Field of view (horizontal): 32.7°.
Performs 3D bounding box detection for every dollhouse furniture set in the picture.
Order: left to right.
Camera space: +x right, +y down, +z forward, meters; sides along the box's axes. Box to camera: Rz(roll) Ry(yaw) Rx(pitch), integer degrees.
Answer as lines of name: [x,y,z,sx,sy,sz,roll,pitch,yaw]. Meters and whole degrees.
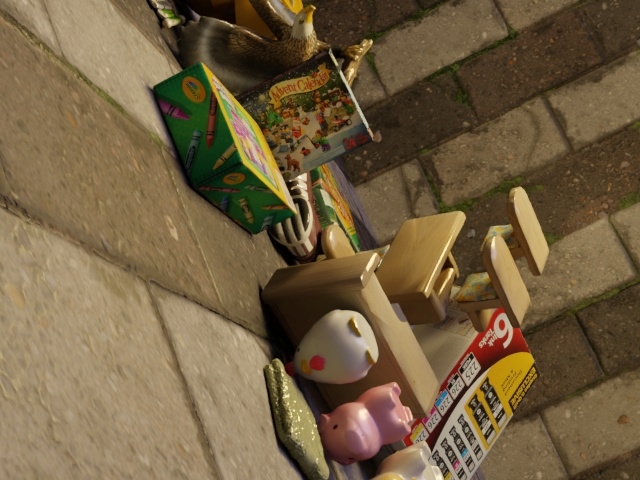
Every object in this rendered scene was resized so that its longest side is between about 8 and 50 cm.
dollhouse furniture set: [0.106,0.052,1.694,0.256,0.362,0.394,62,37,-26]

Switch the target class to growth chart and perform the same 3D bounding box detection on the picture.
growth chart: [-0.296,-0.452,1.797,0.237,0.021,0.172,61,9,-17]

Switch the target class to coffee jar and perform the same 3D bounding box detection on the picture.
coffee jar: [0.000,0.000,2.050,0.079,0.096,0.184,45,21,-61]

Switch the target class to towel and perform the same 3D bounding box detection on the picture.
towel: [-0.029,0.222,1.348,0.110,0.027,0.148,58,9,-33]

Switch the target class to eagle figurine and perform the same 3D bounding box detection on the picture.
eagle figurine: [-0.071,-0.341,1.843,0.298,0.225,0.226,24,27,-4]

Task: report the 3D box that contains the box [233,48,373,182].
box: [-0.052,-0.185,1.763,0.159,0.233,0.044,62,11,-16]

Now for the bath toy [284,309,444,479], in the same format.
bath toy: [0.059,0.265,1.448,0.348,0.129,0.151,65,13,1]

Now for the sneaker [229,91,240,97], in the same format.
sneaker: [-0.147,-0.249,1.935,0.121,0.099,0.262,47,10,-44]

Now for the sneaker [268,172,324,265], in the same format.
sneaker: [-0.050,-0.064,1.968,0.162,0.106,0.281,64,16,-47]

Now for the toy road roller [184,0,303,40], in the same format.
toy road roller: [-0.161,-0.459,2.072,0.202,0.240,0.329,37,45,-72]

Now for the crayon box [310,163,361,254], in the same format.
crayon box: [-0.002,-0.101,2.441,0.202,0.081,0.318,60,8,-27]

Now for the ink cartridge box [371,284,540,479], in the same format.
ink cartridge box: [0.223,0.280,1.820,0.130,0.309,0.272,13,-36,44]

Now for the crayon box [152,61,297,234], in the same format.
crayon box: [-0.133,-0.126,1.592,0.165,0.081,0.278,66,8,19]
